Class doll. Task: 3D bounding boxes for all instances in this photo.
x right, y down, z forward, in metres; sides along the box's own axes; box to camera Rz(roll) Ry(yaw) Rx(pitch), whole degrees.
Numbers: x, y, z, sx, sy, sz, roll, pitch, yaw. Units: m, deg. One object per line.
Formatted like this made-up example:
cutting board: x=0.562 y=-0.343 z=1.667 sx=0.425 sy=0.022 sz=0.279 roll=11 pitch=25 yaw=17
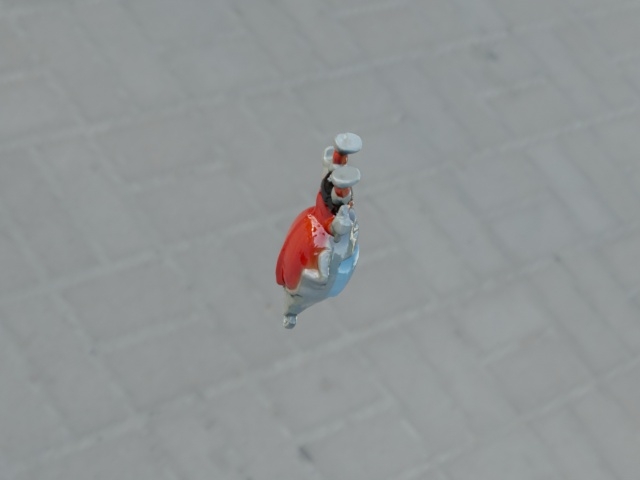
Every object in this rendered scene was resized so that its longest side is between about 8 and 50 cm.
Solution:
doll: x=0.001 y=0.000 z=0.960 sx=0.039 sy=0.114 sz=0.057 roll=-12 pitch=46 yaw=-34
